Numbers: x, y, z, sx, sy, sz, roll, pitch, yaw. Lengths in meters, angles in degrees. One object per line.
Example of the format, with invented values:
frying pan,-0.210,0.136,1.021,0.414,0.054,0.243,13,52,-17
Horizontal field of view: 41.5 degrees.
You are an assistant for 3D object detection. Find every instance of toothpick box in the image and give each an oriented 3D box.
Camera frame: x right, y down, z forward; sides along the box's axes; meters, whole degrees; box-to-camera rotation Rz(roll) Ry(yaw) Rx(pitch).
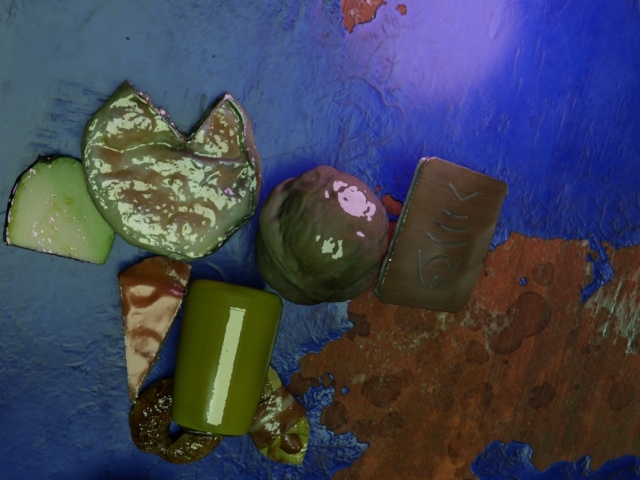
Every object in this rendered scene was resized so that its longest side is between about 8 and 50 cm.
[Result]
toothpick box,-0.174,0.214,1.508,0.175,0.175,0.271,12,83,-15

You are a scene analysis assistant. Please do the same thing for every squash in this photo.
squash,-0.459,-0.051,1.476,0.192,0.085,0.184,17,68,-34

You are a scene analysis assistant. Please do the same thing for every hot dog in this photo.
hot dog,-0.096,0.337,1.624,0.123,0.093,0.261,-39,106,-7

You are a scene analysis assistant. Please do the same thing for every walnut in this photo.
walnut,-0.001,-0.002,1.495,0.248,0.248,0.248,-3,102,-13

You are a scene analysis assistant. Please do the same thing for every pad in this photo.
pad,0.237,-0.001,1.606,0.287,0.018,0.284,12,99,-44

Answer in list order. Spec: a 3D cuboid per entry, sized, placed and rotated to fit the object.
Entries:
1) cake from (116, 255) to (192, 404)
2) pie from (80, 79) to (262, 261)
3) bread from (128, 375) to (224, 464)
cake,-0.325,0.161,1.536,0.135,0.098,0.287,15,93,-17
pie,-0.260,-0.120,1.492,0.338,0.075,0.337,-2,95,-16
bread,-0.266,0.342,1.602,0.193,0.064,0.193,-3,105,-12
